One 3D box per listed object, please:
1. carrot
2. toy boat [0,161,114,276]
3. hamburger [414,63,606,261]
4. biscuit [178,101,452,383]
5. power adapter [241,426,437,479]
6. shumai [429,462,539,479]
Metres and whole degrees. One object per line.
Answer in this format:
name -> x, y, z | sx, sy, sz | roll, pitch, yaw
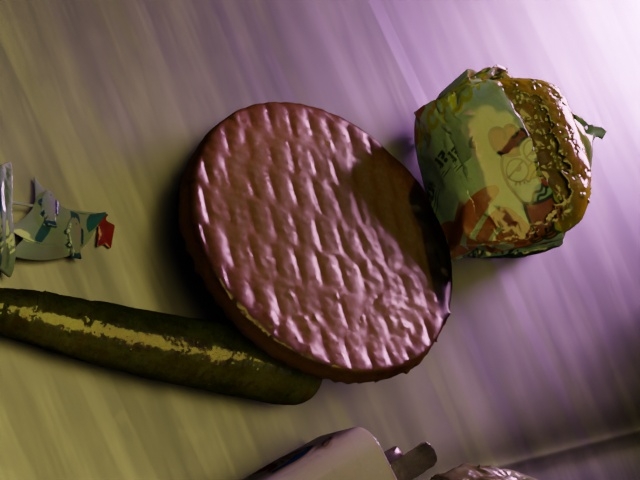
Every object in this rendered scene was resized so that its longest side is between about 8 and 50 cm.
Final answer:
carrot -> -0.163, 0.096, 1.529 | 0.359, 0.074, 0.074 | 14, 70, -24
toy boat -> -0.272, -0.007, 1.527 | 0.149, 0.034, 0.105 | 33, 60, -31
hamburger -> 0.220, -0.089, 1.751 | 0.235, 0.125, 0.214 | -6, 89, -15
biscuit -> 0.000, 0.000, 1.621 | 0.318, 0.040, 0.317 | 19, 51, -26
power adapter -> 0.021, 0.251, 1.552 | 0.205, 0.130, 0.125 | -26, 90, -32
shumai -> 0.216, 0.332, 1.601 | 0.218, 0.189, 0.255 | -17, 96, -31
